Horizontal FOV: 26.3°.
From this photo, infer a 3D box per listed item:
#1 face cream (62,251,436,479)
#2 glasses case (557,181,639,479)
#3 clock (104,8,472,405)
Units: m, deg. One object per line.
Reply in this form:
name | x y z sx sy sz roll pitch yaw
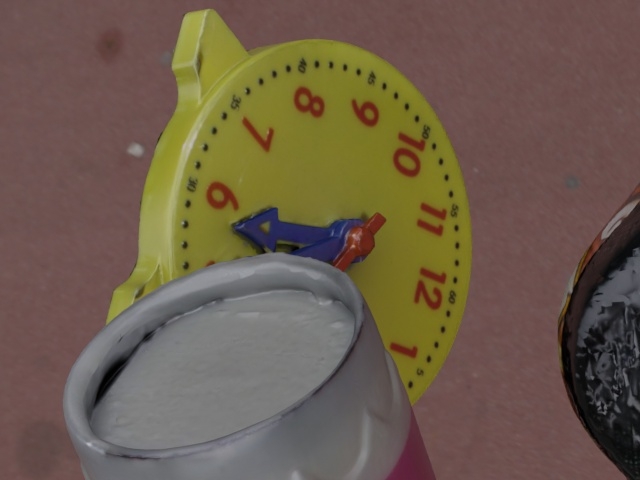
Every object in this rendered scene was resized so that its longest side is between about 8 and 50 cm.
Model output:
face cream | -0.028 0.131 0.738 0.175 0.195 0.175 -16 30 9
glasses case | 0.199 -0.045 0.382 0.122 0.082 0.321 40 99 -9
clock | 0.004 0.000 0.929 0.071 0.293 0.277 -1 78 47
